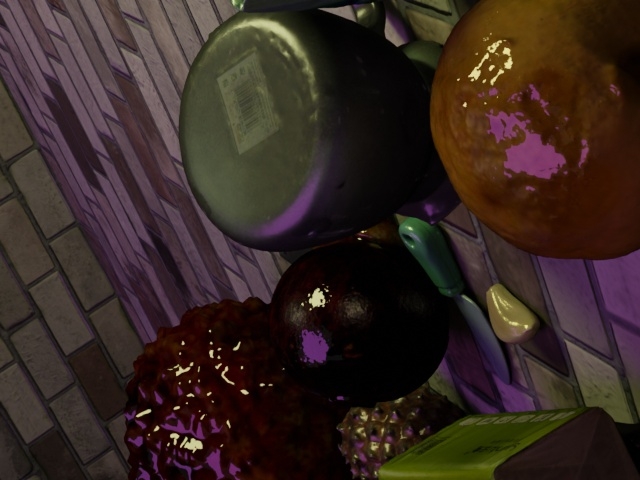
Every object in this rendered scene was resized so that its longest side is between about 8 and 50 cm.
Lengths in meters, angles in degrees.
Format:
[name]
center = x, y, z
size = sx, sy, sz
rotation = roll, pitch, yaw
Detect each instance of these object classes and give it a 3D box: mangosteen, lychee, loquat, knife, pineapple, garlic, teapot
[mangosteen]
center = 0.050, 0.072, 1.804
size = 0.228, 0.228, 0.265
rotation = 152, 125, -73
[lychee]
center = -0.088, 0.318, 2.245
size = 0.500, 0.424, 0.424
rotation = 57, 164, -22
[loquat]
center = 0.187, -0.093, 1.111
size = 0.238, 0.193, 0.238
rotation = 44, 163, 17
[knife]
center = 0.174, 0.075, 1.743
size = 0.260, 0.034, 0.063
rotation = 56, 159, -20
[pineapple]
center = 0.188, 0.316, 1.961
size = 0.361, 0.175, 0.175
rotation = 27, 149, 34
[garlic]
center = 0.212, 0.086, 1.634
size = 0.083, 0.041, 0.053
rotation = 52, 159, 39
[teapot]
center = 0.012, -0.129, 1.419
size = 0.305, 0.285, 0.223
rotation = 49, 123, 33

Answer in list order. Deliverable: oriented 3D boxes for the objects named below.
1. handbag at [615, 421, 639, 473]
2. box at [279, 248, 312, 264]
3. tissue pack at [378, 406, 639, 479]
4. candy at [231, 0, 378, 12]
[handbag]
center = 0.353, 0.296, 1.579
size = 0.247, 0.080, 0.223
rotation = 63, 157, -7
[box]
center = 0.000, 0.000, 2.033
size = 0.270, 0.045, 0.211
rotation = 37, 153, 46
[tissue pack]
center = 0.211, 0.296, 1.555
size = 0.200, 0.167, 0.274
rotation = 64, 158, -3
[candy]
center = -0.061, -0.329, 1.256
size = 0.398, 0.263, 0.172
rotation = 51, 133, 26
